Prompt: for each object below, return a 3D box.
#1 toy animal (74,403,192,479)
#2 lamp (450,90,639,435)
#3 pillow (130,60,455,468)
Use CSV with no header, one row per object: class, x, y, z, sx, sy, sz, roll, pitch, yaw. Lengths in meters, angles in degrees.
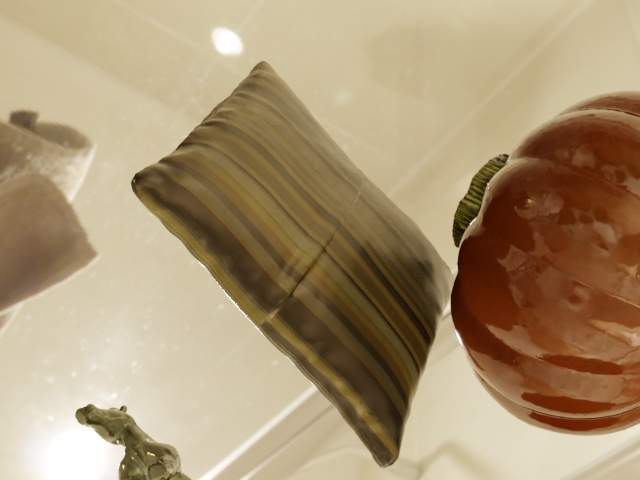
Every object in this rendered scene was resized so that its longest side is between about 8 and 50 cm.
toy animal,-0.170,0.261,1.016,0.090,0.170,0.255,-30,-109,-8
lamp,0.180,0.016,0.606,0.197,0.223,0.223,32,-152,32
pillow,0.000,0.000,0.588,0.208,0.052,0.212,49,-150,-11
